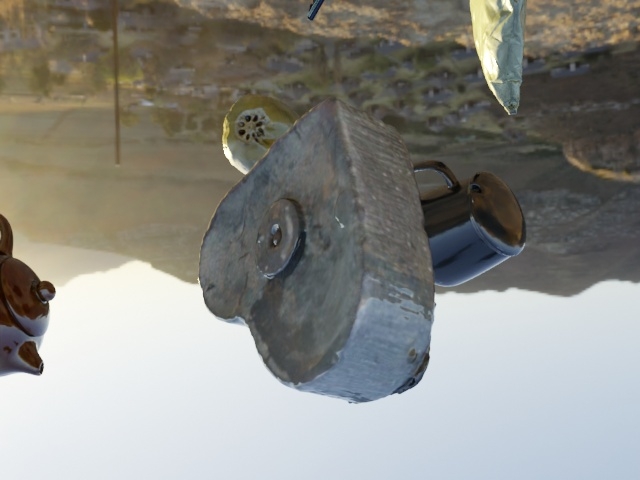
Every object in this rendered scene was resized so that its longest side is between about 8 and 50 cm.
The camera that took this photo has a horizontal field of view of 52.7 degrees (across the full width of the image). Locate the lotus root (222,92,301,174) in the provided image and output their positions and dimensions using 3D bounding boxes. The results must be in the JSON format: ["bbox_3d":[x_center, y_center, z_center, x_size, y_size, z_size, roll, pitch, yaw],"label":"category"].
[{"bbox_3d":[-0.053,-0.109,0.727,0.077,0.090,0.183,19,-175,17],"label":"lotus root"}]

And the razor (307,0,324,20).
[{"bbox_3d":[-0.024,-0.370,0.903,0.028,0.154,0.044,-1,144,-36],"label":"razor"}]

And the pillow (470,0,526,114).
[{"bbox_3d":[0.293,-0.397,1.100,0.076,0.274,0.280,-6,-143,7],"label":"pillow"}]

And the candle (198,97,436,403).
[{"bbox_3d":[0.000,0.000,0.407,0.068,0.168,0.192,17,-173,-38],"label":"candle"}]

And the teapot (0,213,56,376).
[{"bbox_3d":[-0.424,0.068,0.861,0.135,0.252,0.178,-18,164,-6],"label":"teapot"}]

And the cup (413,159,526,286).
[{"bbox_3d":[0.223,-0.040,1.075,0.177,0.223,0.169,-25,-165,45],"label":"cup"}]
